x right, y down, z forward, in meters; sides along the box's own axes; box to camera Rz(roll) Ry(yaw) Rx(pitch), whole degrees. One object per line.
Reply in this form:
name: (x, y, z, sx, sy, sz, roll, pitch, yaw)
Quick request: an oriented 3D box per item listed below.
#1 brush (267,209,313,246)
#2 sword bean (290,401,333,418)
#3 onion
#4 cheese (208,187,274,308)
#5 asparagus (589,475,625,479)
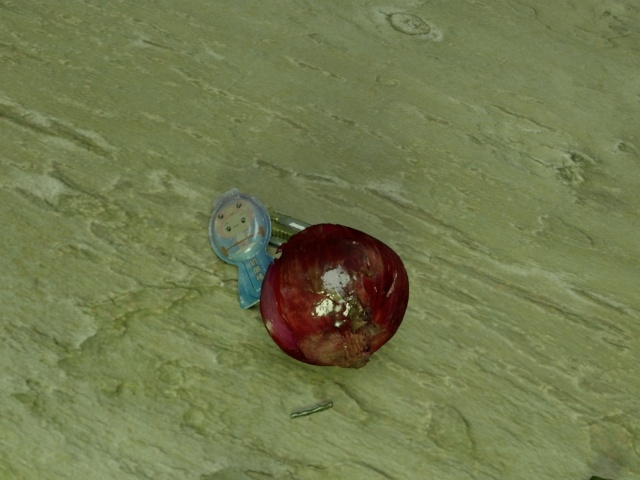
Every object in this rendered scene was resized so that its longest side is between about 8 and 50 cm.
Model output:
brush: (0.000, 0.000, 1.676, 0.297, 0.060, 0.068, 20, 55, 6)
sword bean: (-0.015, 0.307, 1.505, 0.083, 0.012, 0.012, -12, 59, -16)
onion: (0.024, 0.105, 1.482, 0.276, 0.276, 0.276, 3, 57, -5)
cheese: (-0.147, 0.006, 1.641, 0.135, 0.052, 0.244, -30, 66, 12)
asparagus: (0.434, 0.498, 1.406, 0.067, 0.060, 0.277, 25, 57, 22)
